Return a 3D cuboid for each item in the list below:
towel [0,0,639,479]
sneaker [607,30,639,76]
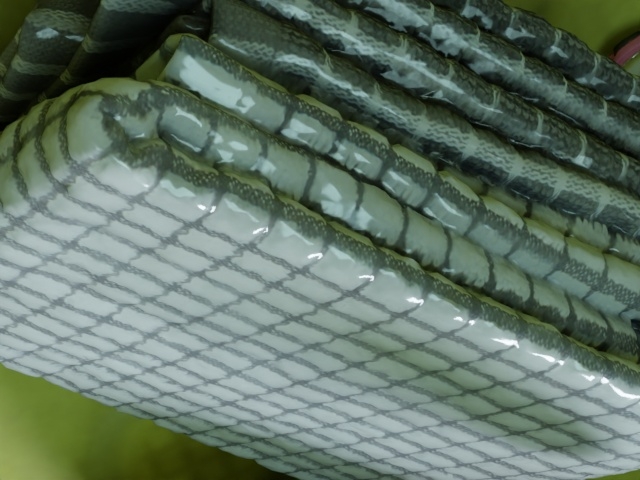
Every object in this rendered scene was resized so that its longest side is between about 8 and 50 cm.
[{"bbox_3d":[0.000,0.000,0.523,0.283,0.121,0.235,24,154,-25],"label":"towel"},{"bbox_3d":[0.170,-0.005,0.655,0.072,0.077,0.178,-27,123,1],"label":"sneaker"}]
